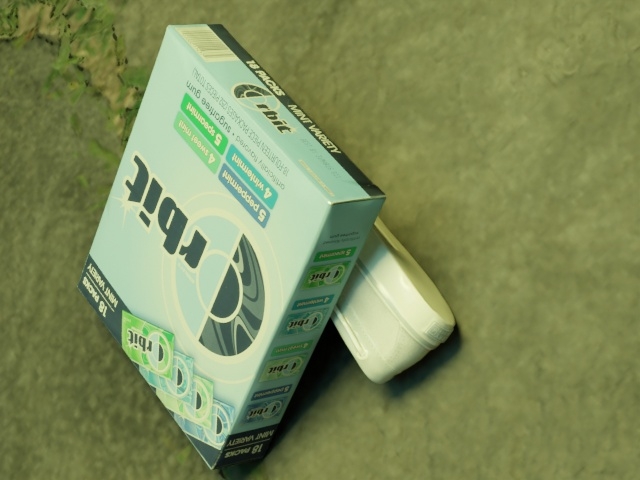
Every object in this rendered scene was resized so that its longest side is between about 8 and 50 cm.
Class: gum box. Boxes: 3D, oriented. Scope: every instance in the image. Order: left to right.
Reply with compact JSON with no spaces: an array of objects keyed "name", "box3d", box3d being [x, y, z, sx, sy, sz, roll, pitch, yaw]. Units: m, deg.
[{"name":"gum box","box3d":[-0.056,0.003,0.853,0.157,0.041,0.184,48,130,33]}]

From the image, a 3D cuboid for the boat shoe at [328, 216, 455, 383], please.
[{"name":"boat shoe","box3d":[0.000,0.000,0.862,0.063,0.066,0.184,-43,67,10]}]
